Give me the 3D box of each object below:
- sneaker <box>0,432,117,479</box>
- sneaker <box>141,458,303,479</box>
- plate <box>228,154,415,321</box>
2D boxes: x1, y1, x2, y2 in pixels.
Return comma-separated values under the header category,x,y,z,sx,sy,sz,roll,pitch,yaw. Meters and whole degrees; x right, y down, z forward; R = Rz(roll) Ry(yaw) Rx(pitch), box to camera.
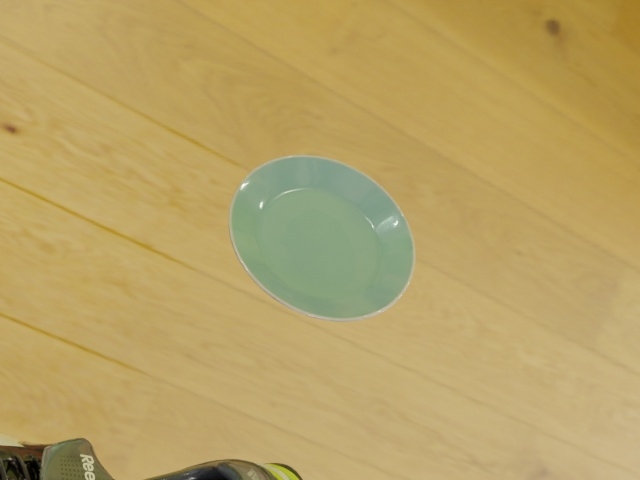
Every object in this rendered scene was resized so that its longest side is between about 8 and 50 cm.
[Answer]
category,x,y,z,sx,sy,sz,roll,pitch,yaw
sneaker,-0.181,0.144,0.852,0.234,0.106,0.078,47,38,-64
sneaker,-0.158,0.241,1.104,0.300,0.111,0.121,-29,150,3
plate,0.000,0.000,1.379,0.188,0.024,0.188,11,54,-16
